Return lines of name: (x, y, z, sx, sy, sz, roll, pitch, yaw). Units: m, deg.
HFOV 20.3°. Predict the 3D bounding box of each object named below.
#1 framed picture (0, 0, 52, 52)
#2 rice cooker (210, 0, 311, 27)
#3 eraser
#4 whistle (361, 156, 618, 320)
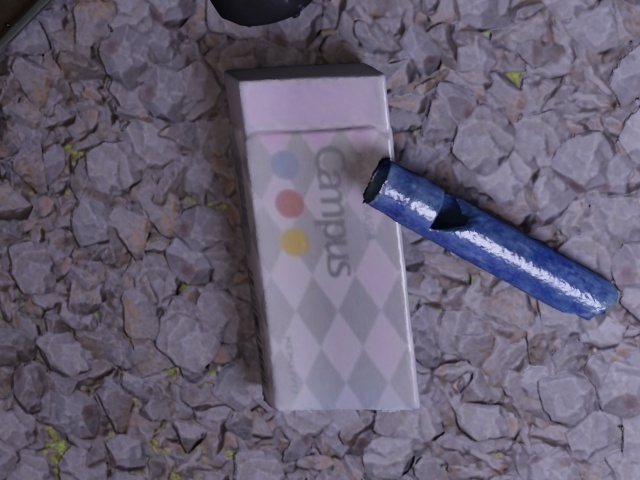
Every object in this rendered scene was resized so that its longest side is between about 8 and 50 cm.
framed picture: (-0.392, -0.356, 2.042, 0.240, 0.020, 0.324, 51, 128, -2)
rice cooker: (-0.060, -0.312, 1.901, 0.142, 0.203, 0.118, -8, 128, 20)
eraser: (0.000, 0.000, 2.039, 0.213, 0.082, 0.396, -2, 107, 17)
whistle: (0.188, 0.004, 1.954, 0.304, 0.062, 0.062, 28, 115, -15)
